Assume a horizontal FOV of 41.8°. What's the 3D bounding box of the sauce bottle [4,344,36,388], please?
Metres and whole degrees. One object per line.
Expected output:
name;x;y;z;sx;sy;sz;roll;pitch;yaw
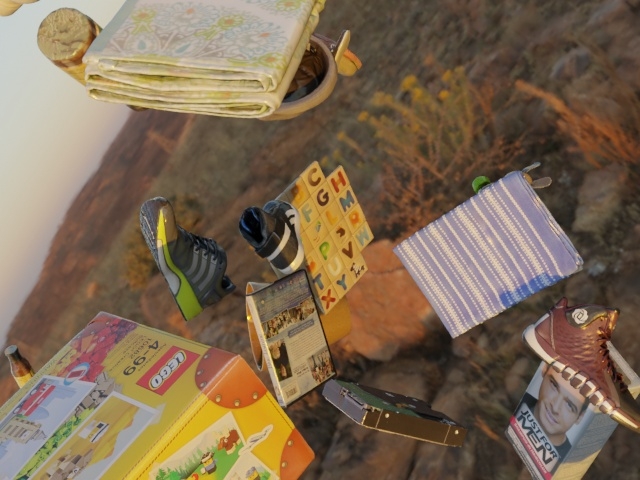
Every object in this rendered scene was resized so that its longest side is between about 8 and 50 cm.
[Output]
sauce bottle;-0.614;0.270;1.731;0.042;0.128;0.042;-8;34;5

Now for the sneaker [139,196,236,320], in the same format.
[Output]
sneaker;-0.239;0.021;1.522;0.121;0.300;0.111;-26;53;-10

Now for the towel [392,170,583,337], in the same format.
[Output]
towel;0.343;0.036;1.744;0.336;0.243;0.040;-34;1;29

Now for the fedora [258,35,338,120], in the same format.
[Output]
fedora;-0.093;-0.367;1.961;0.275;0.243;0.124;-47;-15;-28

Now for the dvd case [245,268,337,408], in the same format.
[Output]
dvd case;-0.058;0.206;1.787;0.022;0.253;0.180;-11;8;41

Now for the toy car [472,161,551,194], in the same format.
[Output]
toy car;0.540;-0.134;2.303;0.188;0.149;0.155;-37;40;16

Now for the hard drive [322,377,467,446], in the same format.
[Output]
hard drive;0.199;0.467;2.276;0.237;0.338;0.064;22;92;61

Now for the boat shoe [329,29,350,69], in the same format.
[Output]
boat shoe;0.035;-0.450;2.021;0.046;0.038;0.125;-29;-37;-60

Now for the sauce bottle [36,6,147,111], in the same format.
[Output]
sauce bottle;-0.422;-0.339;1.642;0.111;0.111;0.344;-57;-14;-1

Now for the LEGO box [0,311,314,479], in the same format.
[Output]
LEGO box;-0.313;0.347;1.014;0.372;0.193;0.500;6;46;50

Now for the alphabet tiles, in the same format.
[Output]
alphabet tiles;0.000;0.000;1.962;0.011;0.343;0.285;17;53;45

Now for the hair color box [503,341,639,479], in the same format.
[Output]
hair color box;0.565;0.388;1.913;0.185;0.113;0.375;-118;32;-42

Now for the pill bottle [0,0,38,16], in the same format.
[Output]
pill bottle;-0.421;-0.422;1.212;0.216;0.121;0.121;-30;28;32

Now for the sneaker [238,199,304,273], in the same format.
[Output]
sneaker;-0.099;-0.039;1.559;0.079;0.121;0.217;-43;32;14

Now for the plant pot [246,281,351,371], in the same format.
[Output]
plant pot;-0.054;0.212;2.236;0.237;0.254;0.237;173;90;-78

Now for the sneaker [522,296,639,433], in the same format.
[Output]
sneaker;0.525;0.212;1.543;0.162;0.281;0.106;-51;-18;8

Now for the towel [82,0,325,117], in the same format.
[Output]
towel;-0.180;-0.333;1.374;0.374;0.320;0.090;-73;-14;-46

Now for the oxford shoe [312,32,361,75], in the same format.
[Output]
oxford shoe;-0.036;-0.493;2.279;0.140;0.397;0.147;32;105;36
